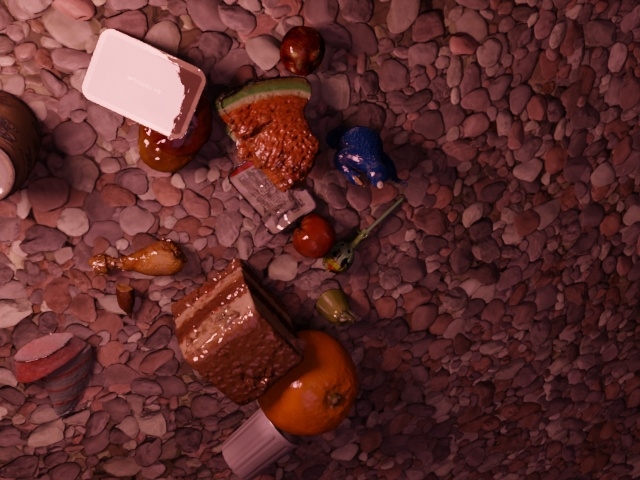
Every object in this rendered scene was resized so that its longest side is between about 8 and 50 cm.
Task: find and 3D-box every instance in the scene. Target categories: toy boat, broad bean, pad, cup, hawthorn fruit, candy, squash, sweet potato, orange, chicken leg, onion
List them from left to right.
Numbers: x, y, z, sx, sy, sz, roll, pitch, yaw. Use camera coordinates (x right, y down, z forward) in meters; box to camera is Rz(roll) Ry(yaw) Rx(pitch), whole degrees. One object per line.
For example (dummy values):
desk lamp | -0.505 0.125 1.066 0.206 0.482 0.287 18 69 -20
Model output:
cup | -0.764 -0.172 1.556 0.301 0.257 0.227 -31 120 -1
toy boat | -0.709 0.377 1.971 0.206 0.096 0.282 -25 132 -24
sweet potato | -0.521 0.167 1.942 0.049 0.049 0.117 -12 126 -14
chicken leg | -0.474 0.055 1.882 0.251 0.087 0.107 -7 126 -11
pad | -0.408 -0.359 1.659 0.266 0.002 0.176 25 102 -1
broad bean | -0.349 -0.267 1.735 0.156 0.122 0.228 32 99 -31
cup | -0.172 0.643 2.250 0.202 0.167 0.221 -41 121 7
onion | -0.045 -0.465 1.749 0.118 0.118 0.117 45 67 -32
orange | -0.037 0.416 2.101 0.312 0.312 0.312 -9 119 -16
hawthorn fruit | -0.011 -0.010 1.986 0.125 0.140 0.125 -52 156 -35
squash | 0.056 0.218 2.128 0.105 0.132 0.105 -9 118 -18
candy | 0.127 -0.022 2.072 0.305 0.083 0.091 -43 152 -3

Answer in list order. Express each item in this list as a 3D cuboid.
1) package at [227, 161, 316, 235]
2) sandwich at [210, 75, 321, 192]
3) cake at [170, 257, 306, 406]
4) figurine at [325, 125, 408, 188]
package | -0.127 -0.134 1.938 0.166 0.040 0.232 -37 115 -2
sandwich | -0.113 -0.256 1.800 0.250 0.162 0.301 -22 87 -18
cake | -0.223 0.246 1.954 0.255 0.290 0.282 -40 119 2
figurine | 0.115 -0.221 1.856 0.164 0.262 0.121 -6 127 -34
